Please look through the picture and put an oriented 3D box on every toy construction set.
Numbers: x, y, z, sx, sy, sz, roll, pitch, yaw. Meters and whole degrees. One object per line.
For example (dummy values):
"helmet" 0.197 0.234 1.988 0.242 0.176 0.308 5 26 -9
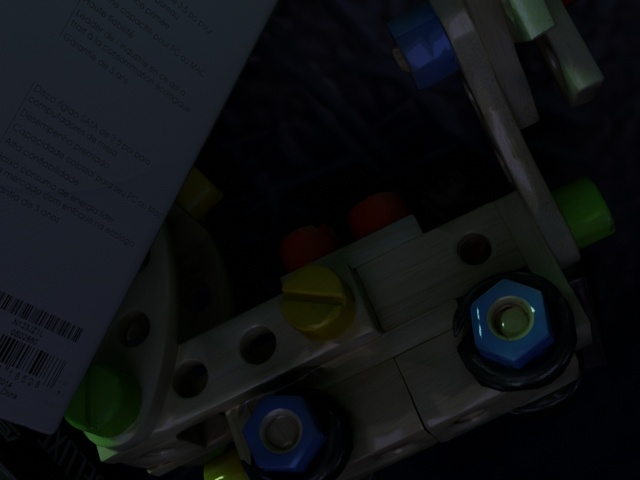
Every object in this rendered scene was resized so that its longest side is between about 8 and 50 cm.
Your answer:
"toy construction set" 0.000 0.000 0.435 0.327 0.215 0.151 -34 152 20

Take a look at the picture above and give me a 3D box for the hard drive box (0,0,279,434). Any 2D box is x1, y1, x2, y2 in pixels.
"hard drive box" -0.128 -0.073 0.336 0.089 0.232 0.181 19 168 43

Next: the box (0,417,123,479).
"box" -0.276 0.221 0.660 0.307 0.076 0.242 -22 115 21

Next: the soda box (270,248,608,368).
"soda box" 0.062 0.046 0.510 0.168 0.053 0.060 -14 117 18
